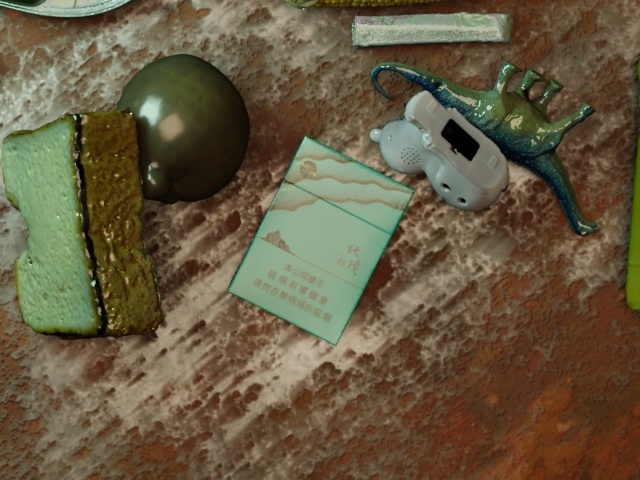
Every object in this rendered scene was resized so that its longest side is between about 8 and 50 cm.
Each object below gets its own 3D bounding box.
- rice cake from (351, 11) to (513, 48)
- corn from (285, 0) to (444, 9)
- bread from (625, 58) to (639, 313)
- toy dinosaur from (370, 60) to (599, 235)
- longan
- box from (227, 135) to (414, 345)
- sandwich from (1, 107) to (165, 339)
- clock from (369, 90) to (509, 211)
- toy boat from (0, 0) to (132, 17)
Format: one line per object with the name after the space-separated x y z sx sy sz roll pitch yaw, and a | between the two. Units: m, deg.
0.145 -0.272 1.868 0.210 0.034 0.043 -2 96 -1 | rice cake
0.089 -0.346 1.832 0.293 0.106 0.106 -4 92 -1 | corn
0.484 -0.075 1.844 0.166 0.112 0.384 3 91 -1 | bread
0.244 -0.155 1.855 0.363 0.076 0.147 34 104 -8 | toy dinosaur
-0.174 -0.129 1.793 0.159 0.204 0.185 -5 133 31 | longan
0.000 0.000 1.873 0.161 0.042 0.226 27 92 -3 | box
-0.302 -0.013 1.776 0.095 0.249 0.273 -10 94 -37 | sandwich
0.153 -0.100 1.846 0.176 0.117 0.080 40 56 -11 | clock
-0.371 -0.359 1.826 0.319 0.092 0.141 14 94 -3 | toy boat
